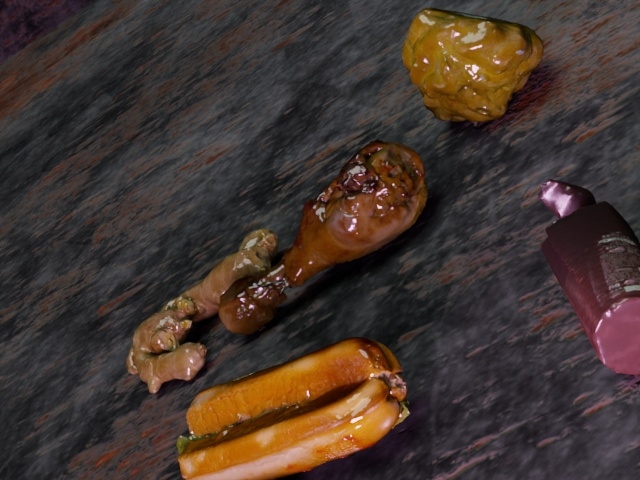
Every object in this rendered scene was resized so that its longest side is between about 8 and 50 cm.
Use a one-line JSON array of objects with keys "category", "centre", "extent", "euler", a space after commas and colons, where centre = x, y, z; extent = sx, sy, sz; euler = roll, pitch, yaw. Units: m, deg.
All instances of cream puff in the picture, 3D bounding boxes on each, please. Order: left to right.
[{"category": "cream puff", "centre": [0.146, -0.170, 1.766], "extent": [0.146, 0.146, 0.116], "euler": [-134, 55, -69]}]

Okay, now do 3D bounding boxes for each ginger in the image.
[{"category": "ginger", "centre": [-0.126, 0.070, 1.809], "extent": [0.176, 0.052, 0.193], "euler": [-22, 27, 27]}]

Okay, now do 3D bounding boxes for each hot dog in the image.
[{"category": "hot dog", "centre": [-0.025, 0.150, 1.456], "extent": [0.250, 0.076, 0.104], "euler": [-27, 43, 40]}]

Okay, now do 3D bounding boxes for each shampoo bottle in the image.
[{"category": "shampoo bottle", "centre": [0.209, 0.019, 1.320], "extent": [0.067, 0.068, 0.236], "euler": [-37, 20, 13]}]

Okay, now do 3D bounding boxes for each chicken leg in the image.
[{"category": "chicken leg", "centre": [0.002, 0.002, 1.709], "extent": [0.251, 0.087, 0.107], "euler": [-41, 2, 14]}]
